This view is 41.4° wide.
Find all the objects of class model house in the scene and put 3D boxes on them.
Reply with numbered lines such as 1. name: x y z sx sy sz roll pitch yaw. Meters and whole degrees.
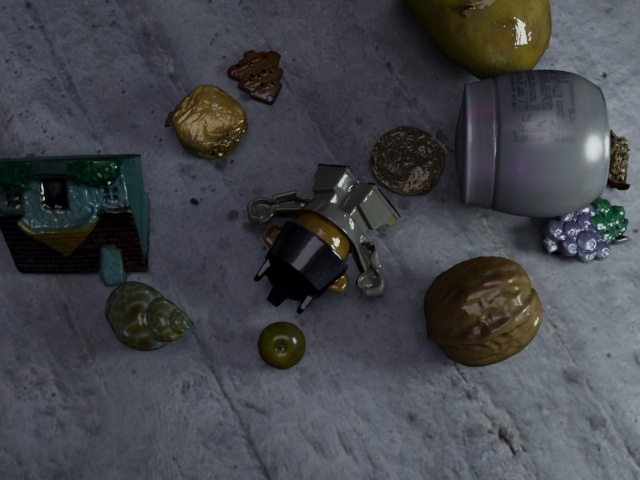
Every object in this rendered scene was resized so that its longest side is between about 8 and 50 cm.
1. model house: -0.475 -0.032 1.577 0.281 0.230 0.248 -1 98 2

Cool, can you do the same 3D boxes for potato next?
1. potato: 0.340 -0.493 1.723 0.296 0.290 0.397 47 35 -16

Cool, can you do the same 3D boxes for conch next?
1. conch: -0.326 0.144 1.558 0.173 0.106 0.116 40 78 9

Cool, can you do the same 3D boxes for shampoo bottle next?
1. shampoo bottle: 0.384 -0.179 1.572 0.267 0.273 0.272 0 73 9

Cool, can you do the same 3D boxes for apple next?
1. apple: -0.071 0.194 1.562 0.090 0.074 0.089 0 94 -2

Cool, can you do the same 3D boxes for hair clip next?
1. hair clip: 0.516 -0.015 1.646 0.196 0.052 0.124 -22 84 -15

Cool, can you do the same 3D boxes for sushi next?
1. sushi: 0.587 -0.159 1.679 0.052 0.055 0.120 6 72 8

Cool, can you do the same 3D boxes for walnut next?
1. walnut: 0.288 0.129 1.526 0.213 0.213 0.213 0 73 0

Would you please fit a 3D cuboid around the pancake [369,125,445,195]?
1. pancake: 0.174 -0.158 1.694 0.152 0.025 0.151 0 72 -1

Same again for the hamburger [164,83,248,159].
1. hamburger: -0.224 -0.233 1.688 0.147 0.083 0.138 36 73 8

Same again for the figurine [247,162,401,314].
1. figurine: -0.003 -0.003 1.588 0.309 0.143 0.308 -5 56 8

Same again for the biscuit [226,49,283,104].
1. biscuit: -0.124 -0.338 1.751 0.120 0.019 0.129 -25 75 -7
